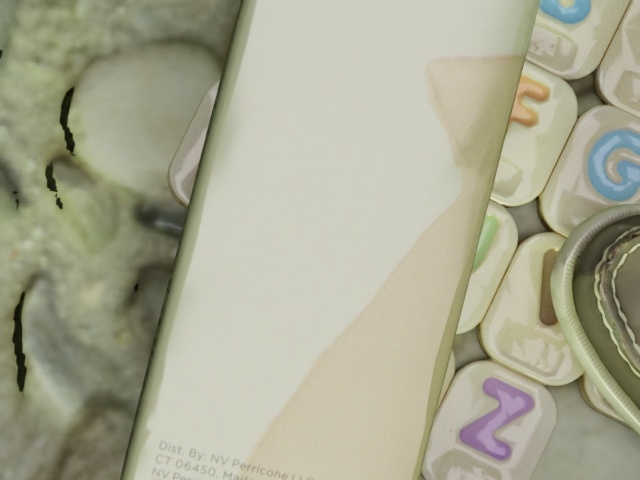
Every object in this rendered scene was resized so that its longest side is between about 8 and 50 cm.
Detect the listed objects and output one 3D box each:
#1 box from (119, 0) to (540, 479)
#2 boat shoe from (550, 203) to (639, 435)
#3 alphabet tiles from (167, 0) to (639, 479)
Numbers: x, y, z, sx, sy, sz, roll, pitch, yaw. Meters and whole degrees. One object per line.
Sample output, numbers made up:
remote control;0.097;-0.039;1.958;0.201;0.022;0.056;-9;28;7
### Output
box;0.000;0.000;0.783;0.121;0.148;0.311;15;91;-4
boat shoe;0.250;0.096;0.827;0.324;0.097;0.116;40;87;-8
alphabet tiles;0.077;-0.022;0.869;0.284;0.021;0.278;27;87;-3
